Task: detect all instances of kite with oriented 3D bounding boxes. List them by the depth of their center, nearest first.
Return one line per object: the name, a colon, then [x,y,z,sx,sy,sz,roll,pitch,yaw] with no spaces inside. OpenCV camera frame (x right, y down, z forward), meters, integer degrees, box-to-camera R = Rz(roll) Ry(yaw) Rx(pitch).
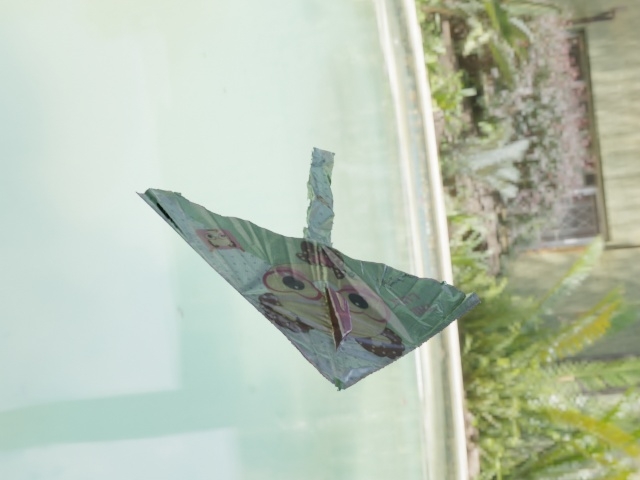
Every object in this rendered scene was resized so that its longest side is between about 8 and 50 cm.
kite: [-0.001,0.001,0.555,0.250,0.229,0.012,-95,-150,-57]
